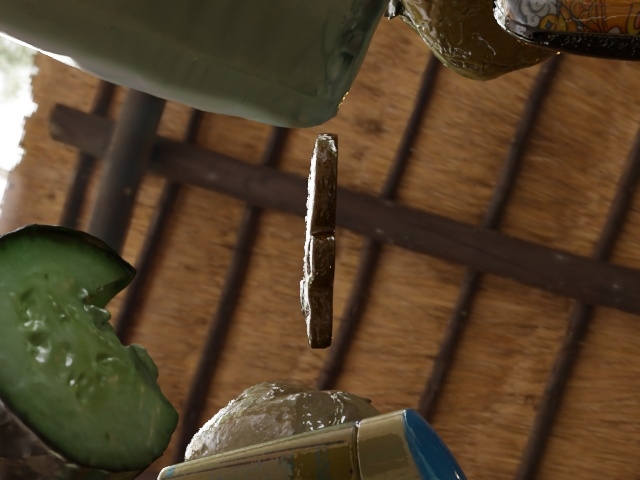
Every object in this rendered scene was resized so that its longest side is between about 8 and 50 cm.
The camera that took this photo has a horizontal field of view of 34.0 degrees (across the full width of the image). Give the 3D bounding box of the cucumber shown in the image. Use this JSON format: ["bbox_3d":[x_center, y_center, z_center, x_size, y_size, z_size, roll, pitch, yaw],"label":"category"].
[{"bbox_3d":[-0.199,0.094,0.721,0.130,0.191,0.191,-43,-134,34],"label":"cucumber"}]

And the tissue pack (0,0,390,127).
[{"bbox_3d":[-0.189,-0.227,0.383,0.404,0.331,0.205,31,-79,32],"label":"tissue pack"}]

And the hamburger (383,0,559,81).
[{"bbox_3d":[0.233,-0.318,1.340,0.132,0.308,0.211,42,-26,62],"label":"hamburger"}]

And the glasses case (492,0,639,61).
[{"bbox_3d":[0.339,-0.237,1.082,0.122,0.320,0.082,-96,-170,-55],"label":"glasses case"}]

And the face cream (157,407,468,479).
[{"bbox_3d":[-0.006,0.228,0.859,0.285,0.067,0.139,-19,-97,29],"label":"face cream"}]

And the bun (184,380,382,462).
[{"bbox_3d":[-0.015,0.272,1.198,0.281,0.205,0.282,19,-53,27],"label":"bun"}]

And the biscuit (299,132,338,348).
[{"bbox_3d":[0.000,0.000,1.145,0.180,0.039,0.236,87,7,-84],"label":"biscuit"}]
